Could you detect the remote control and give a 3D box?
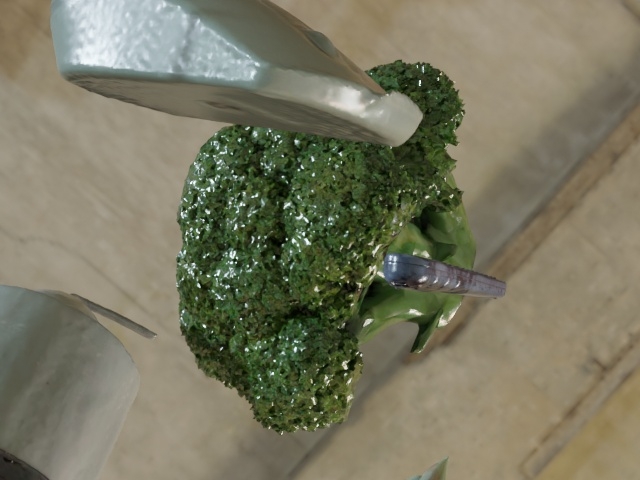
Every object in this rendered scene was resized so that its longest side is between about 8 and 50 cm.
[{"bbox_3d":[0.095,0.030,1.061,0.043,0.027,0.152,-4,172,32],"label":"remote control"}]

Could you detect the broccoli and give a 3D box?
[{"bbox_3d":[-0.004,0.002,1.404,0.321,0.413,0.310,2,154,33],"label":"broccoli"}]

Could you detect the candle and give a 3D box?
[{"bbox_3d":[-0.305,0.174,1.314,0.221,0.221,0.343,39,-131,-25],"label":"candle"}]

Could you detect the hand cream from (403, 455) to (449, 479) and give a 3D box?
[{"bbox_3d":[0.130,0.398,1.909,0.093,0.147,0.306,45,-170,-1],"label":"hand cream"}]

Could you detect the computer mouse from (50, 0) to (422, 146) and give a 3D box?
[{"bbox_3d":[-0.051,-0.103,0.719,0.230,0.079,0.128,16,-177,39],"label":"computer mouse"}]
